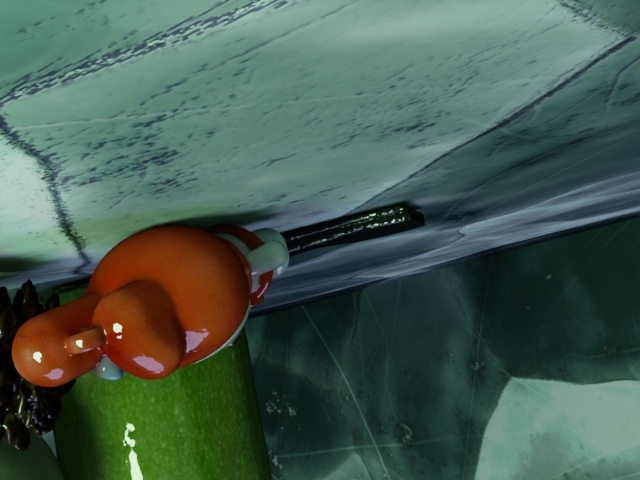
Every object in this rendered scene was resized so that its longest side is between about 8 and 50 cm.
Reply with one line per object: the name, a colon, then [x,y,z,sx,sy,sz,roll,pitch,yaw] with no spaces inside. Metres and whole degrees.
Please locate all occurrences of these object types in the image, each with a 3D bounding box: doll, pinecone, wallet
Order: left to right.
pinecone: [-0.318,0.106,0.856,0.165,0.163,0.163,10,173,0]
doll: [-0.137,0.053,0.826,0.161,0.130,0.290,-12,-170,34]
wallet: [0.000,-0.001,1.115,0.244,0.025,0.124,-16,173,14]

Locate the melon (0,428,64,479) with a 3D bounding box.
melon: [-0.414,0.272,0.930,0.268,0.269,0.330,-17,153,32]

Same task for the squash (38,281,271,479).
squash: [-0.205,0.232,1.173,0.262,0.385,0.263,-10,175,-1]
